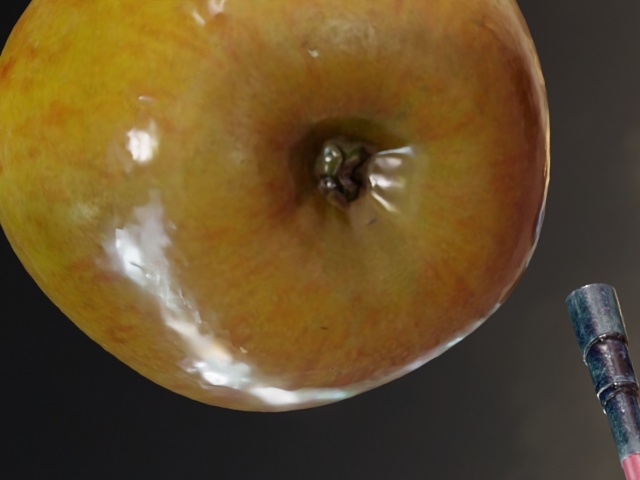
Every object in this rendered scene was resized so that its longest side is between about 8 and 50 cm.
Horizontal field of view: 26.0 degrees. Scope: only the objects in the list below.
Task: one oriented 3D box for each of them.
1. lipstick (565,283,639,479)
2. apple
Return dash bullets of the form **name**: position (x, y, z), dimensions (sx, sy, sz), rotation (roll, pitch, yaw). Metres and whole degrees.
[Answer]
- **lipstick**: position (0.295, 0.155, 1.376), dimensions (0.053, 0.053, 0.234), rotation (69, -170, -56)
- **apple**: position (-0.033, -0.076, 0.971), dimensions (0.333, 0.400, 0.400), rotation (177, 112, -79)
